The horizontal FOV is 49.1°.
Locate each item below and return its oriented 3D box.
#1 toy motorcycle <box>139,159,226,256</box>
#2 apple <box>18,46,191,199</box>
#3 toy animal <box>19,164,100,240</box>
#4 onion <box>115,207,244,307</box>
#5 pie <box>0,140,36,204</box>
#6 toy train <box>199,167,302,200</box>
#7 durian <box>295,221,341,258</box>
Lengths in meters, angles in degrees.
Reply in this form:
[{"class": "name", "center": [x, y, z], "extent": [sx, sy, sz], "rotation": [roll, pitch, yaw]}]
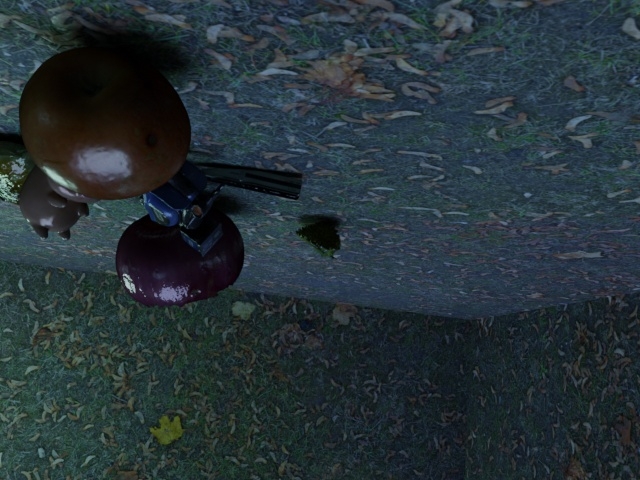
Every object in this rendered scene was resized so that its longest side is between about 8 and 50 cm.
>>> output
[{"class": "toy motorcycle", "center": [-0.319, -0.101, 1.605], "extent": [0.213, 0.125, 0.358], "rotation": [36, 161, 9]}, {"class": "apple", "center": [-0.333, -0.184, 1.089], "extent": [0.254, 0.253, 0.253], "rotation": [5, 168, 1]}, {"class": "toy animal", "center": [-0.546, -0.126, 1.521], "extent": [0.250, 0.154, 0.166], "rotation": [-43, 165, 17]}, {"class": "onion", "center": [-0.384, 0.013, 1.938], "extent": [0.359, 0.344, 0.358], "rotation": [9, -176, -1]}, {"class": "pie", "center": [-0.691, -0.152, 1.658], "extent": [0.257, 0.105, 0.274], "rotation": [12, 159, 2]}, {"class": "toy train", "center": [-0.169, -0.144, 1.632], "extent": [0.252, 0.048, 0.055], "rotation": [12, 172, -4]}, {"class": "durian", "center": [0.003, -0.009, 2.071], "extent": [0.137, 0.095, 0.220], "rotation": [40, 174, 9]}]
